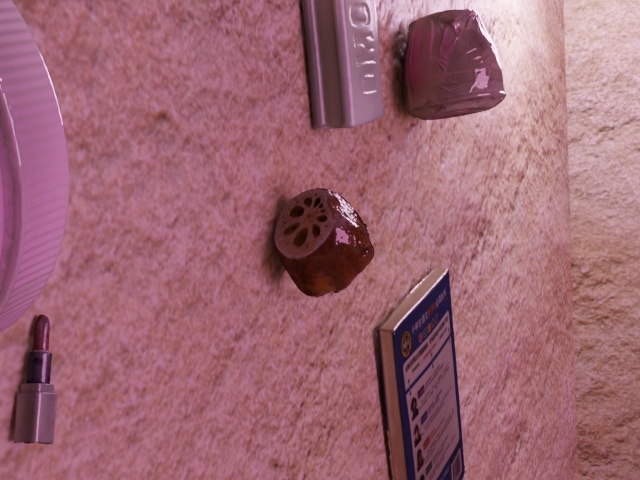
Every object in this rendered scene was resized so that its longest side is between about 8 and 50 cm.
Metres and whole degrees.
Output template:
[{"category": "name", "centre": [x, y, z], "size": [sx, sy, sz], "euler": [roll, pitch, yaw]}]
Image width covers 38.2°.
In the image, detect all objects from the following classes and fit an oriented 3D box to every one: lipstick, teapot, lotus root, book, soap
[{"category": "lipstick", "centre": [-0.235, 0.115, 0.771], "size": [0.025, 0.025, 0.107], "euler": [26, 61, -62]}, {"category": "teapot", "centre": [0.227, -0.298, 1.548], "size": [0.221, 0.163, 0.178], "euler": [-11, 94, -63]}, {"category": "lotus root", "centre": [-0.003, 0.002, 1.148], "size": [0.081, 0.112, 0.122], "euler": [44, 20, -44]}, {"category": "book", "centre": [0.186, 0.295, 1.620], "size": [0.300, 0.039, 0.428], "euler": [-35, 122, -59]}, {"category": "soap", "centre": [0.032, -0.257, 1.255], "size": [0.119, 0.066, 0.198], "euler": [-29, 117, -59]}]

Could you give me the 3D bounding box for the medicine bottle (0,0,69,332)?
[{"category": "medicine bottle", "centre": [-0.284, -0.025, 0.407], "size": [0.241, 0.252, 0.252], "euler": [-35, 122, -60]}]
